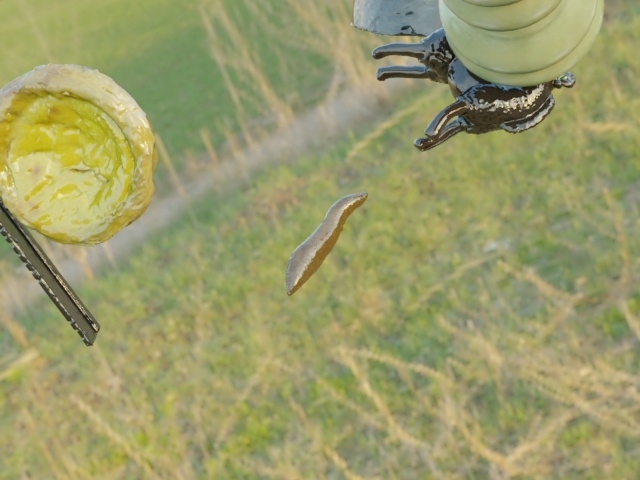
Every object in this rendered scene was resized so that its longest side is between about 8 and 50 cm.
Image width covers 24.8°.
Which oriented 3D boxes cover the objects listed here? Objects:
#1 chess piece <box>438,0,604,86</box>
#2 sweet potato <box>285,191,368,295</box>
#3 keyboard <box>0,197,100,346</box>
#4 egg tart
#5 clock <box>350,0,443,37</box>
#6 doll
[{"bbox_3d":[0.151,-0.219,1.187,0.144,0.144,0.251,-20,-11,12],"label":"chess piece"},{"bbox_3d":[0.000,0.000,1.163,0.026,0.026,0.115,-2,45,49],"label":"sweet potato"},{"bbox_3d":[-0.287,0.024,1.466,0.018,0.195,0.060,-35,11,5],"label":"keyboard"},{"bbox_3d":[-0.237,-0.087,1.405,0.191,0.191,0.074,-15,15,24],"label":"egg tart"},{"bbox_3d":[0.172,-0.269,1.630,0.281,0.055,0.280,-1,16,0],"label":"clock"},{"bbox_3d":[0.147,-0.147,1.344,0.165,0.057,0.139,-20,56,-6],"label":"doll"}]
